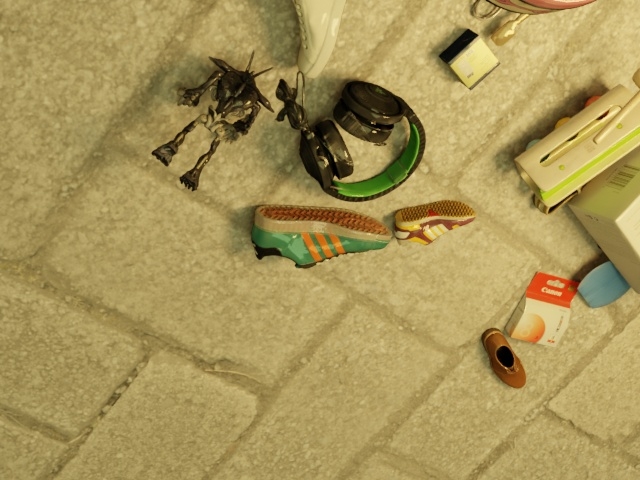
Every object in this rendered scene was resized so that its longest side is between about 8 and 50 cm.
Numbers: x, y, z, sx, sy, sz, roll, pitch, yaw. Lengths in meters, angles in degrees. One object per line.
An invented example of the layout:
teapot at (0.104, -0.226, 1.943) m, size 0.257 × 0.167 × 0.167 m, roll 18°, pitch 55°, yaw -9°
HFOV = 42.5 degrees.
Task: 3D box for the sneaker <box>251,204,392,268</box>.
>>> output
sneaker at (0.000, 0.000, 1.780) m, size 0.302 × 0.108 × 0.121 m, roll 6°, pitch 117°, yaw -9°

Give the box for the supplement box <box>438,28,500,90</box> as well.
supplement box at (0.304, -0.369, 1.679) m, size 0.083 × 0.056 × 0.083 m, roll -42°, pitch 120°, yaw 10°

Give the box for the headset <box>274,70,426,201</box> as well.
headset at (0.058, -0.198, 1.625) m, size 0.243 × 0.185 × 0.394 m, roll -43°, pitch 133°, yaw 18°

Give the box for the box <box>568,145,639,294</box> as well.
box at (0.771, -0.031, 1.890) m, size 0.215 × 0.168 × 0.345 m, roll -46°, pitch 117°, yaw -3°

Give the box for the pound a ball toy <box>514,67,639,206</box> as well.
pound a ball toy at (0.570, -0.237, 1.756) m, size 0.319 × 0.135 × 0.208 m, roll -37°, pitch 156°, yaw 7°

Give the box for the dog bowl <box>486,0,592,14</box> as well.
dog bowl at (0.442, -0.612, 1.502) m, size 0.408 × 0.150 × 0.407 m, roll -4°, pitch 114°, yaw -9°

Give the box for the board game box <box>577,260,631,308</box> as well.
board game box at (0.708, 0.098, 2.053) m, size 0.133 × 0.033 × 0.169 m, roll -37°, pitch 133°, yaw 12°

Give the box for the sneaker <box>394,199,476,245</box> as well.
sneaker at (0.257, -0.035, 1.851) m, size 0.186 × 0.069 × 0.083 m, roll -6°, pitch 128°, yaw -5°

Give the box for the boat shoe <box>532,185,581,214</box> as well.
boat shoe at (0.574, -0.130, 1.871) m, size 0.068 × 0.072 × 0.190 m, roll 33°, pitch 106°, yaw -27°

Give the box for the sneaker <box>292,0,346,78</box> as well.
sneaker at (-0.021, -0.437, 1.514) m, size 0.123 × 0.106 × 0.290 m, roll 5°, pitch 130°, yaw -18°

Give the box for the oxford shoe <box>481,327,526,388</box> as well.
oxford shoe at (0.475, 0.318, 2.093) m, size 0.076 × 0.076 × 0.212 m, roll -35°, pitch 123°, yaw 4°

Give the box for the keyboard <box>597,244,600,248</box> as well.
keyboard at (0.756, -0.001, 2.021) m, size 0.192 × 0.038 × 0.100 m, roll 3°, pitch 97°, yaw -17°

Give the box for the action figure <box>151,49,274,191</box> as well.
action figure at (-0.205, -0.239, 1.577) m, size 0.164 × 0.141 × 0.275 m, roll 42°, pitch 75°, yaw -21°

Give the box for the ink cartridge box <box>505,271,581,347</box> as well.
ink cartridge box at (0.566, 0.176, 2.056) m, size 0.145 × 0.045 × 0.179 m, roll 15°, pitch 116°, yaw -22°

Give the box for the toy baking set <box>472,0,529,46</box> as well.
toy baking set at (0.391, -0.527, 1.633) m, size 0.197 × 0.030 × 0.256 m, roll -14°, pitch 115°, yaw 0°
